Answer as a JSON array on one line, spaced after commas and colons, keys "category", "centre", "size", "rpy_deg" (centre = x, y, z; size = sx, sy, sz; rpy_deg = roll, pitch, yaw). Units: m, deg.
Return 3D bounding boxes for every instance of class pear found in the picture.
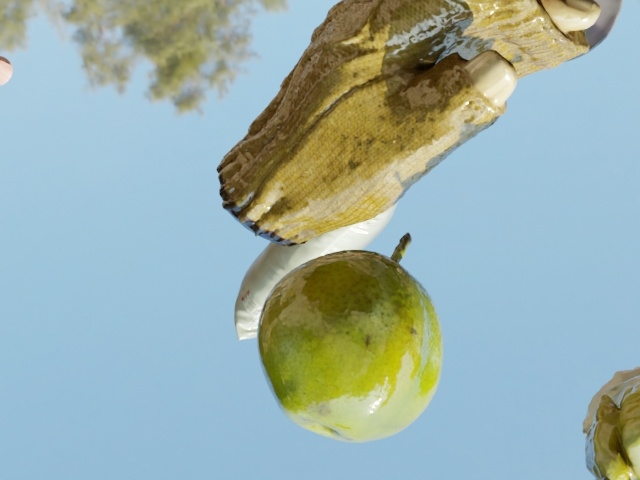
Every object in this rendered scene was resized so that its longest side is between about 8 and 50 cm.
[{"category": "pear", "centre": [0.038, 0.076, 1.105], "size": [0.166, 0.180, 0.216], "rpy_deg": [10, -115, 46]}]

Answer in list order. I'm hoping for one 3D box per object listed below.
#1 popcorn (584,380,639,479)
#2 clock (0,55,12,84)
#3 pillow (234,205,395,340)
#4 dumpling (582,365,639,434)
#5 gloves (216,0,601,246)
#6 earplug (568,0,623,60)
[{"category": "popcorn", "centre": [0.289, 0.182, 0.879], "size": [0.173, 0.168, 0.195], "rpy_deg": [-20, -125, -18]}, {"category": "clock", "centre": [-0.395, -0.133, 1.140], "size": [0.165, 0.092, 0.162], "rpy_deg": [29, -86, 19]}, {"category": "pillow", "centre": [0.001, -0.001, 1.307], "size": [0.254, 0.078, 0.144], "rpy_deg": [-44, -177, 29]}, {"category": "dumpling", "centre": [0.341, 0.191, 1.211], "size": [0.127, 0.108, 0.188], "rpy_deg": [-17, -139, -25]}, {"category": "gloves", "centre": [0.061, -0.128, 0.988], "size": [0.356, 0.155, 0.203], "rpy_deg": [-30, -163, 21]}, {"category": "earplug", "centre": [0.318, -0.343, 1.531], "size": [0.172, 0.172, 0.301], "rpy_deg": [4, -157, 21]}]
